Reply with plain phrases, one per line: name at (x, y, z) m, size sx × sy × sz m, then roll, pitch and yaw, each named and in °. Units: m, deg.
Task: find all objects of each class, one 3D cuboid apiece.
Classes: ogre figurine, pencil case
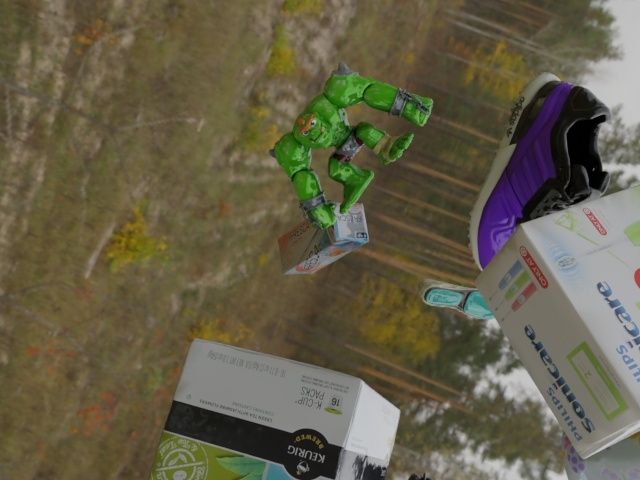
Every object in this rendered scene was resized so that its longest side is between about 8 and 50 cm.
ogre figurine at (0.023, -0.113, 0.932) m, size 0.197 × 0.118 × 0.097 m, roll -46°, pitch -172°, yaw 42°
pencil case at (0.446, 0.266, 1.029) m, size 0.273 × 0.124 × 0.113 m, roll -25°, pitch -150°, yaw 42°

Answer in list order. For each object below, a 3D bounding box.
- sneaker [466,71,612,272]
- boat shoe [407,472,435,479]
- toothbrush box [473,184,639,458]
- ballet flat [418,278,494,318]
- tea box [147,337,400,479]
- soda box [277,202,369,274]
sneaker at (0.300, -0.066, 1.084) m, size 0.102 × 0.146 × 0.293 m, roll -1°, pitch 113°, yaw -40°
boat shoe at (0.161, 0.426, 1.348) m, size 0.228 × 0.076 × 0.080 m, roll -30°, pitch 161°, yaw 35°
toothbrush box at (0.335, 0.059, 0.816) m, size 0.283 × 0.206 × 0.122 m, roll -17°, pitch 154°, yaw -23°
ballet flat at (0.254, 0.100, 1.485) m, size 0.057 × 0.168 × 0.052 m, roll -65°, pitch -157°, yaw 20°
tea box at (-0.057, 0.325, 1.015) m, size 0.329 × 0.220 × 0.323 m, roll 54°, pitch 49°, yaw -68°
soda box at (0.000, 0.000, 1.229) m, size 0.183 × 0.058 × 0.063 m, roll -34°, pitch -118°, yaw 57°
